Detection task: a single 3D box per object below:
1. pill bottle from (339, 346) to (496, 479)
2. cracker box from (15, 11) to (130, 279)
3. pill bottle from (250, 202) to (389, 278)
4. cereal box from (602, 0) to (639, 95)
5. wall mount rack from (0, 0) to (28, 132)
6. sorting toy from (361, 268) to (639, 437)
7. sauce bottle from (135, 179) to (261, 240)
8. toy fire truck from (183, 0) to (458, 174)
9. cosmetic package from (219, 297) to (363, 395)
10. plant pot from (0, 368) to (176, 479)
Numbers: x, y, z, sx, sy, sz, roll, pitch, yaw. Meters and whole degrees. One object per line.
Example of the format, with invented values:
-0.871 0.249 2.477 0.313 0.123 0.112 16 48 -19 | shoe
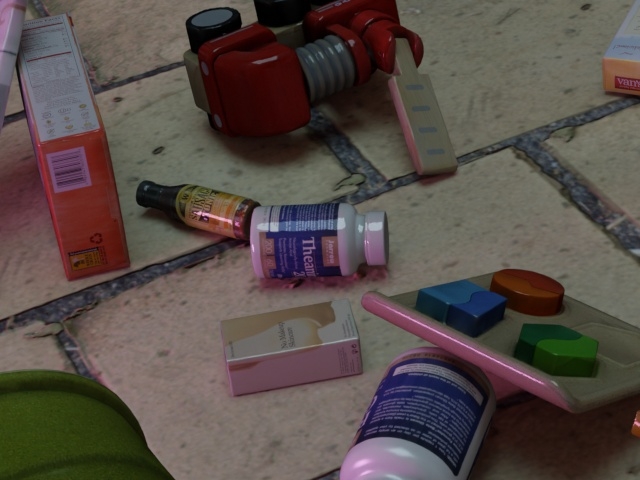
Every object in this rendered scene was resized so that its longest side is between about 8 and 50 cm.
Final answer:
0.070 0.168 1.455 0.094 0.094 0.169 7 39 19 | pill bottle
-0.241 -0.094 1.809 0.067 0.156 0.232 -13 36 -8 | cracker box
0.000 0.000 1.714 0.120 0.067 0.067 -2 37 8 | pill bottle
0.406 -0.221 1.955 0.173 0.047 0.240 10 41 23 | cereal box
-0.391 -0.146 1.830 0.130 0.350 0.304 16 -16 -27 | wall mount rack
0.213 0.086 1.498 0.307 0.041 0.229 25 19 36 | sorting toy
-0.117 -0.031 1.799 0.128 0.042 0.042 12 41 26 | sauce bottle
0.013 -0.152 1.874 0.217 0.158 0.246 -24 29 -22 | toy fire truck
-0.025 0.090 1.619 0.115 0.041 0.060 -11 37 -4 | cosmetic package
-0.146 0.325 1.107 0.366 0.366 0.353 -30 53 -28 | plant pot
